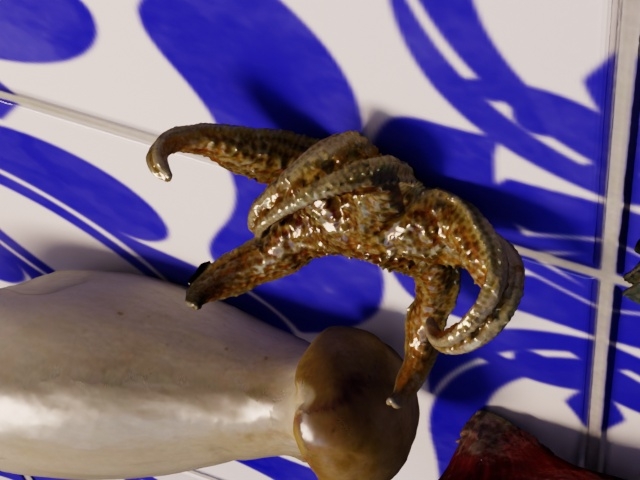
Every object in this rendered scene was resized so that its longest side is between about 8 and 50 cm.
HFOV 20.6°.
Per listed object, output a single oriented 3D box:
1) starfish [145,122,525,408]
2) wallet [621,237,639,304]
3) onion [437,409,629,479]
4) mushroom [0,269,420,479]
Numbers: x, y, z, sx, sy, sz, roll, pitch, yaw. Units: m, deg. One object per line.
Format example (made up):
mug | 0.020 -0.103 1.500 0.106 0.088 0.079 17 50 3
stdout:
starfish | -0.002 0.000 0.833 0.190 0.074 0.146 32 152 -15
wallet | 0.294 0.071 0.742 0.317 0.044 0.169 31 155 -12
onion | 0.111 0.193 0.991 0.272 0.195 0.272 -13 180 0
mushroom | -0.111 0.084 1.024 0.350 0.128 0.128 4 149 23
